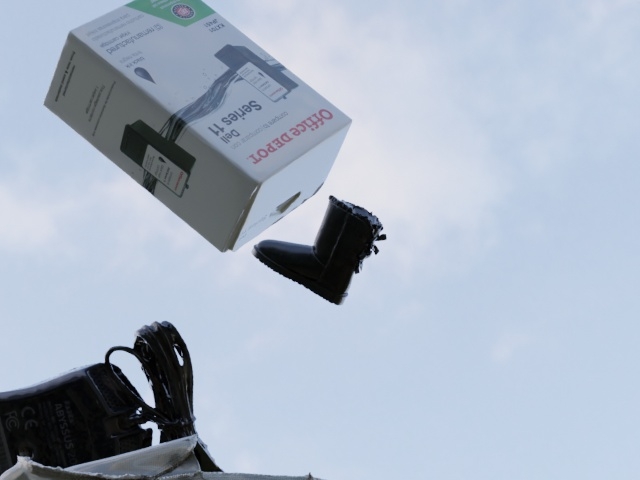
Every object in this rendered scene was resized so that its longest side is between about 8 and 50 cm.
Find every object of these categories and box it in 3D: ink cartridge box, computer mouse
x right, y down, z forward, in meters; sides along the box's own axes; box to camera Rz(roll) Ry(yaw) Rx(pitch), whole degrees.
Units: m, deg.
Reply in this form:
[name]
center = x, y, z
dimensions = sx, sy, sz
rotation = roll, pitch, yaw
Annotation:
[ink cartridge box]
center = -0.100, -0.106, 1.254
dimensions = 0.208, 0.153, 0.087
rotation = 39, -49, 11
[computer mouse]
center = -0.214, 0.182, 1.299
dimensions = 0.272, 0.072, 0.189
rotation = -12, -93, 18

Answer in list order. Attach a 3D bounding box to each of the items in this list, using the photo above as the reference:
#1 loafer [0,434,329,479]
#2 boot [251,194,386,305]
[loafer]
center = -0.090, 0.167, 0.922
dimensions = 0.251, 0.087, 0.094
rotation = 8, -27, 25
[boot]
center = 0.000, 0.000, 1.556
dimensions = 0.121, 0.045, 0.099
rotation = 29, -75, 12
